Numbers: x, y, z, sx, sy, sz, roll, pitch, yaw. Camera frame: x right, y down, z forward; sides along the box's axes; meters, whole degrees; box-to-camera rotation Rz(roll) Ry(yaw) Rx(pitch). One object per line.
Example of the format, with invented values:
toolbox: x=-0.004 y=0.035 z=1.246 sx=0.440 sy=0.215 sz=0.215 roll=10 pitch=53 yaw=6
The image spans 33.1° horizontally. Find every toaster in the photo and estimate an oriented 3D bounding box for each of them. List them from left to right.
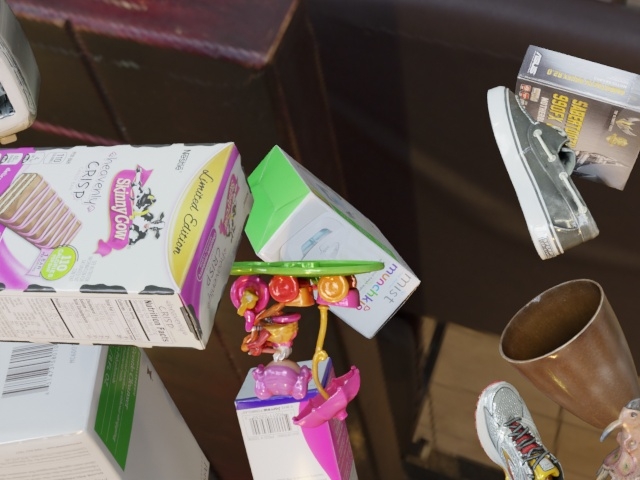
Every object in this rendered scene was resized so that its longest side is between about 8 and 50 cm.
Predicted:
toaster: x=-0.455 y=-0.238 z=1.423 sx=0.129 sy=0.146 sz=0.227 roll=-18 pitch=129 yaw=-3

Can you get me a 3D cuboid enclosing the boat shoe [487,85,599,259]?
boat shoe: x=0.230 y=-0.079 z=1.115 sx=0.070 sy=0.219 sz=0.078 roll=-22 pitch=144 yaw=13

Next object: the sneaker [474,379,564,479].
sneaker: x=0.291 y=0.299 z=1.496 sx=0.225 sy=0.088 sz=0.092 roll=67 pitch=154 yaw=5

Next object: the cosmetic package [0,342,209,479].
cosmetic package: x=-0.262 y=0.257 z=1.272 sx=0.155 sy=0.197 sz=0.366 roll=-10 pitch=137 yaw=10

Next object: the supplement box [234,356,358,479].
supplement box: x=-0.023 y=0.275 z=1.375 sx=0.111 sy=0.114 sz=0.220 roll=-9 pitch=105 yaw=10

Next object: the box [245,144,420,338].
box: x=0.000 y=0.000 z=1.653 sx=0.231 sy=0.127 sz=0.262 roll=38 pitch=-172 yaw=-22

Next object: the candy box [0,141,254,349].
candy box: x=-0.185 y=0.001 z=0.848 sx=0.233 sy=0.159 sz=0.071 roll=0 pitch=138 yaw=16

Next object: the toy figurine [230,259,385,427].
toy figurine: x=-0.024 y=0.101 z=1.040 sx=0.173 sy=0.159 sz=0.130 roll=0 pitch=-178 yaw=11

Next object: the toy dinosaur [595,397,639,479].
toy dinosaur: x=0.457 y=0.372 z=1.425 sx=0.200 sy=0.296 sz=0.127 roll=6 pitch=156 yaw=-19

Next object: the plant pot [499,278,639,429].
plant pot: x=0.479 y=0.226 z=1.962 sx=0.230 sy=0.215 sz=0.215 roll=51 pitch=146 yaw=-17

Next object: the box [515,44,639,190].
box: x=0.357 y=-0.164 z=1.492 sx=0.183 sy=0.056 sz=0.231 roll=19 pitch=161 yaw=11
